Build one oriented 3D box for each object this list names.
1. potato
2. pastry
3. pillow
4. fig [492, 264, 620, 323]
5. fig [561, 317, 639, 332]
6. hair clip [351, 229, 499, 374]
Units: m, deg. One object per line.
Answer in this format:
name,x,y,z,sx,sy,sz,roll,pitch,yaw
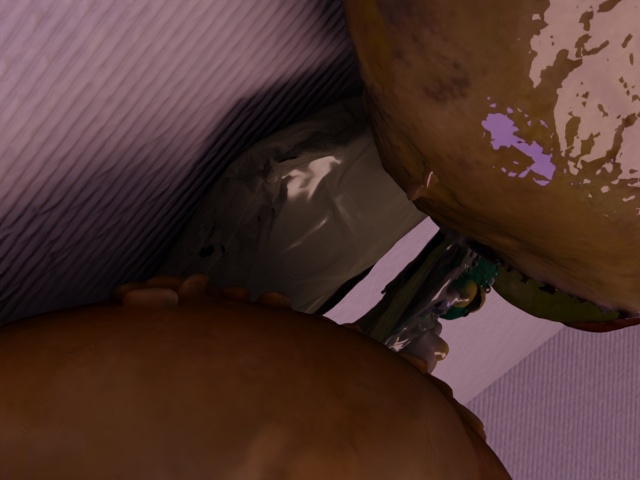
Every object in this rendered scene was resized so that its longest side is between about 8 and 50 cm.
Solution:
potato,0.109,-0.105,0.586,0.229,0.229,0.266,-39,141,-3
pastry,-0.087,0.180,0.701,0.410,0.245,0.409,0,138,0
pillow,0.000,0.000,0.834,0.274,0.076,0.280,-25,161,-49
fig,0.217,-0.030,1.094,0.181,0.181,0.191,-33,141,-24
fig,0.297,-0.043,1.411,0.190,0.191,0.290,123,-15,-50
hair clip,0.013,0.104,0.932,0.321,0.091,0.138,-38,179,15
